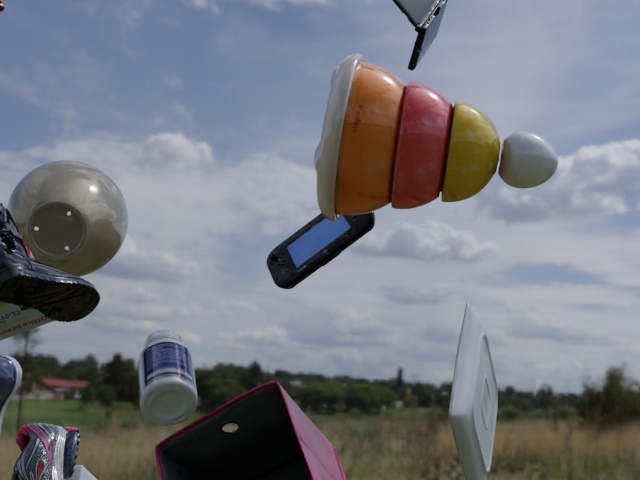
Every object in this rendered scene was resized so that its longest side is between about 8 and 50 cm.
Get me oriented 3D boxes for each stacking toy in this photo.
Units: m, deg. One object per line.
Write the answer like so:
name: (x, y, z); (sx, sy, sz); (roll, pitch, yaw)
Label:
stacking toy: (0.243, -0.178, 1.759); (0.479, 0.351, 0.350); (11, -11, 7)

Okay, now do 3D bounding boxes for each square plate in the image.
square plate: (0.375, 0.385, 2.047); (0.049, 0.347, 0.344); (-3, -49, 21)

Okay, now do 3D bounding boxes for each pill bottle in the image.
pill bottle: (-0.261, 0.225, 1.451); (0.094, 0.094, 0.169); (6, 27, -17)

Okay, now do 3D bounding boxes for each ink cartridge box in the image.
ink cartridge box: (-0.600, 0.093, 1.647); (0.127, 0.175, 0.072); (-20, 35, -7)

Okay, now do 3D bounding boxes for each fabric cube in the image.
fabric cube: (-0.096, 0.450, 1.478); (0.254, 0.259, 0.258); (-29, -46, 4)

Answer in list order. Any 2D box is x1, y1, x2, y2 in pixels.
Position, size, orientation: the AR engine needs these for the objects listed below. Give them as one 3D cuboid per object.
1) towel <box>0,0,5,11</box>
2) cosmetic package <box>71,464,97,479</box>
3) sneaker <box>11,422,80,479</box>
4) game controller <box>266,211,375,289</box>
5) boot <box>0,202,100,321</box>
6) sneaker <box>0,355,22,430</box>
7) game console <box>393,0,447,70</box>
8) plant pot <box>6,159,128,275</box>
towel: (-0.596, -0.472, 1.202); (0.237, 0.037, 0.329); (46, -4, 34)
cosmetic package: (-0.654, 0.697, 2.182); (0.151, 0.184, 0.151); (-11, -41, 7)
sneaker: (-0.521, 0.466, 1.577); (0.112, 0.299, 0.121); (17, -61, -21)
game controller: (0.000, 0.000, 2.236); (0.319, 0.166, 0.067); (-37, -62, 6)
boot: (-0.528, 0.034, 1.549); (0.094, 0.207, 0.246); (-45, -30, 10)
sneaker: (-0.823, 0.407, 1.935); (0.130, 0.323, 0.236); (29, 6, 13)
game console: (0.132, -0.323, 1.230); (0.071, 0.122, 0.107); (24, -46, 9)
plant pot: (-0.596, -0.038, 1.978); (0.284, 0.284, 0.191); (4, 8, -9)
